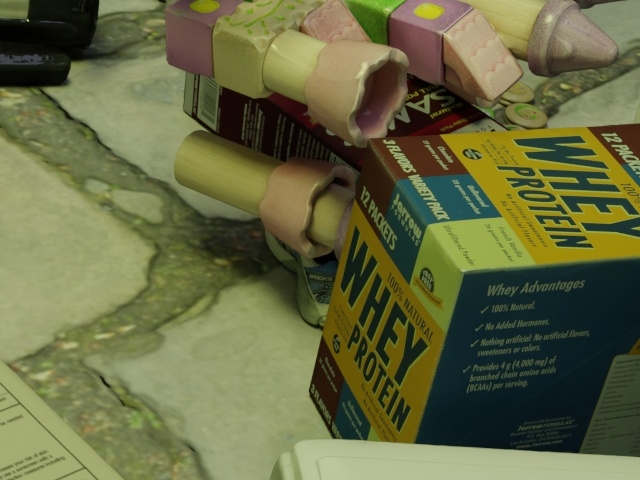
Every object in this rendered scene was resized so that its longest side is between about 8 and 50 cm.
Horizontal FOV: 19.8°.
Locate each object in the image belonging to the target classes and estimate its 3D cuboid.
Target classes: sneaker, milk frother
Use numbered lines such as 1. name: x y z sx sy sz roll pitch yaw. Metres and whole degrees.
1. sneaker: 0.000 0.000 1.293 0.052 0.058 0.135 -3 37 -22
2. milk frother: -0.236 -0.205 1.431 0.135 0.143 0.129 1 43 -20

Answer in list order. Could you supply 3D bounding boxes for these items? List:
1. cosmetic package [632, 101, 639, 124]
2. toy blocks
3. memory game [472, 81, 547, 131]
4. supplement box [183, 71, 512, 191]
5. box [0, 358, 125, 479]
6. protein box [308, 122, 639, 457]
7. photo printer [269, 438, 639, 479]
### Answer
1. cosmetic package: 0.365 -0.084 1.448 0.151 0.151 0.184 -16 44 -34
2. toy blocks: 0.073 -0.162 1.199 0.260 0.309 0.288 23 45 28
3. memory game: 0.099 -0.117 1.533 0.186 0.012 0.186 8 35 -6
4. supplement box: 0.019 -0.090 1.406 0.130 0.073 0.239 -27 51 -36
5. box: -0.194 0.162 0.937 0.148 0.127 0.232 -21 47 -39
6. protein box: 0.123 0.051 1.133 0.200 0.201 0.136 -4 38 -24
7. photo printer: 0.134 0.221 0.978 0.307 0.107 0.256 4 34 -13
